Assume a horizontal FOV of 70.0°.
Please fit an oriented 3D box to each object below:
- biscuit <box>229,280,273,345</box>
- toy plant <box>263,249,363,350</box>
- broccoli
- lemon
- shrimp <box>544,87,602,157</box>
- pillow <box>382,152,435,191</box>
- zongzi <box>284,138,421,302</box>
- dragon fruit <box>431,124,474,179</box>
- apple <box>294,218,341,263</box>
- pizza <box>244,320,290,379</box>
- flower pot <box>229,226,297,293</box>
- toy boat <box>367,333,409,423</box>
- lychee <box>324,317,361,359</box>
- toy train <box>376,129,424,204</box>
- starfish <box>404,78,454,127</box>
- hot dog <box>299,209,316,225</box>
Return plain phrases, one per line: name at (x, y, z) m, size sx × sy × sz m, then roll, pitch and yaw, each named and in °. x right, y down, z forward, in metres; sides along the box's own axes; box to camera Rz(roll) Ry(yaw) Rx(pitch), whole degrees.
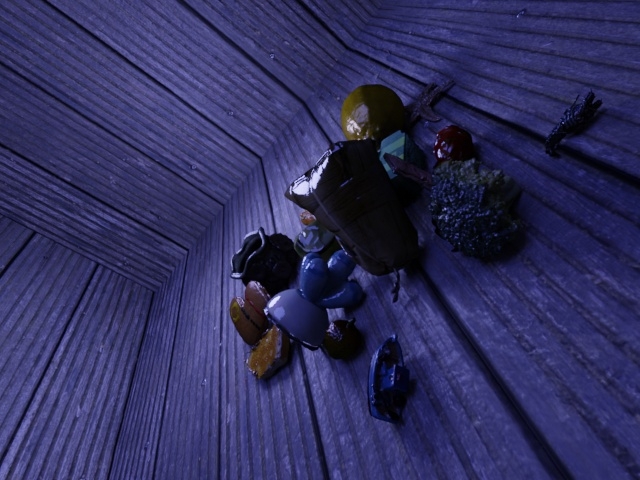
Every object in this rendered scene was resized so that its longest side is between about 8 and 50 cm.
biscuit at (-0.301, 0.286, 1.916) m, size 0.262 × 0.052 × 0.277 m, roll 49°, pitch 126°, yaw 38°
toy plant at (-0.001, 0.166, 1.515) m, size 0.332 × 0.247 × 0.247 m, roll -53°, pitch 25°, yaw 1°
broccoli at (0.400, -0.090, 1.171) m, size 0.243 × 0.247 × 0.263 m, roll -33°, pitch 61°, yaw -23°
lemon at (0.216, -0.494, 1.860) m, size 0.285 × 0.285 × 0.316 m, roll -55°, pitch 26°, yaw 1°
shrimp at (0.616, -0.294, 1.139) m, size 0.174 × 0.082 × 0.076 m, roll -54°, pitch 29°, yaw 21°
pillow at (0.299, -0.195, 1.398) m, size 0.043 × 0.232 × 0.126 m, roll -58°, pitch 21°, yaw 23°
zongzi at (0.096, -0.031, 1.496) m, size 0.218 × 0.500 × 0.467 m, roll -24°, pitch -3°, yaw -30°
dragon fruit at (0.393, -0.259, 1.402) m, size 0.125 × 0.125 × 0.246 m, roll 14°, pitch 48°, yaw 31°
apple at (0.000, 0.000, 1.765) m, size 0.188 × 0.174 × 0.207 m, roll -42°, pitch 19°, yaw -18°
pizza at (-0.204, 0.430, 1.728) m, size 0.297 × 0.071 × 0.189 m, roll -42°, pitch 41°, yaw 34°
flower pot at (-0.248, 0.095, 2.032) m, size 0.302 × 0.213 × 0.302 m, roll -42°, pitch 28°, yaw 29°
toy boat at (0.173, 0.337, 1.137) m, size 0.097 × 0.100 × 0.223 m, roll -41°, pitch 30°, yaw 48°
lychee at (0.066, 0.292, 1.371) m, size 0.114 × 0.114 × 0.146 m, roll -105°, pitch 36°, yaw -58°
toy train at (0.247, -0.246, 1.636) m, size 0.238 × 0.167 × 0.299 m, roll -27°, pitch 38°, yaw 36°
starfish at (0.424, -0.550, 1.812) m, size 0.231 × 0.048 × 0.295 m, roll -52°, pitch 27°, yaw 9°
hot dog at (-0.008, -0.119, 2.037) m, size 0.269 × 0.072 × 0.115 m, roll -13°, pitch 57°, yaw 55°
